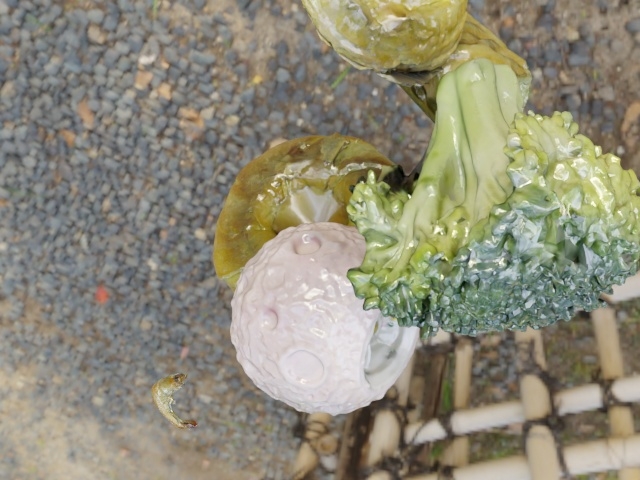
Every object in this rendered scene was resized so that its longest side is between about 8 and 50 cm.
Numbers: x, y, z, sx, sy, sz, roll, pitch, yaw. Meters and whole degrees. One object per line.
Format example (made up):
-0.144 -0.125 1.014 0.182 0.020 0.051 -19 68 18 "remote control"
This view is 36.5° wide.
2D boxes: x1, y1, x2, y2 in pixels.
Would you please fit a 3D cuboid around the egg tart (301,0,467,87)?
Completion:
0.086 -0.299 1.096 0.252 0.232 0.098 53 152 -18 "egg tart"

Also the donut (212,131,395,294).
0.000 0.000 1.573 0.360 0.360 0.170 -3 150 18 "donut"

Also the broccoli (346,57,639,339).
0.168 -0.043 1.016 0.293 0.281 0.348 -4 165 5 "broccoli"

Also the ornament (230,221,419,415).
0.002 0.099 1.289 0.225 0.259 0.259 19 144 30 "ornament"

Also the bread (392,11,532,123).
0.156 -0.242 1.262 0.130 0.267 0.152 -38 149 -2 "bread"

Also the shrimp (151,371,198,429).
-0.192 0.219 1.326 0.083 0.023 0.114 53 139 5 "shrimp"
